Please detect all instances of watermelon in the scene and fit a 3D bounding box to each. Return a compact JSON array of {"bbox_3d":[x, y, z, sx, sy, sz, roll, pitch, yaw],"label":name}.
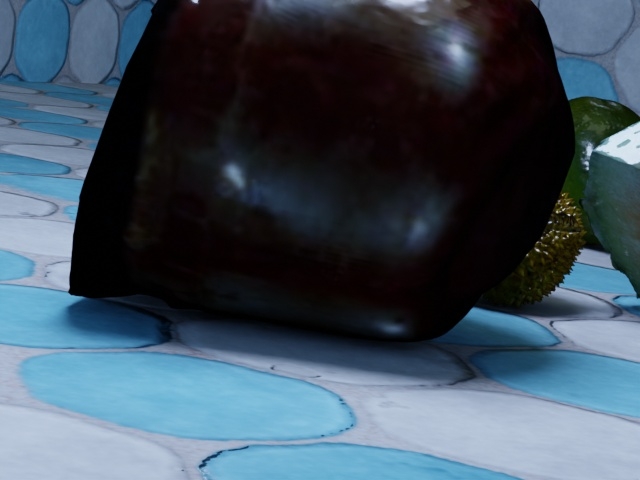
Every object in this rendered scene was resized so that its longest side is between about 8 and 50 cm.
[{"bbox_3d":[0.418,-0.015,1.595,0.302,0.151,0.264,25,-22,37],"label":"watermelon"}]

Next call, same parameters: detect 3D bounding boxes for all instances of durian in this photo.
[{"bbox_3d":[0.178,-0.002,1.622,0.168,0.137,0.158,4,24,44],"label":"durian"}]

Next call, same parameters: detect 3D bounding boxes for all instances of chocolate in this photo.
[{"bbox_3d":[0.025,-0.073,1.359,0.331,0.384,0.383,24,9,2],"label":"chocolate"}]

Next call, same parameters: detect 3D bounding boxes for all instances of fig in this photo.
[{"bbox_3d":[0.366,-0.074,2.155,0.195,0.195,0.245,5,24,-21],"label":"fig"}]
